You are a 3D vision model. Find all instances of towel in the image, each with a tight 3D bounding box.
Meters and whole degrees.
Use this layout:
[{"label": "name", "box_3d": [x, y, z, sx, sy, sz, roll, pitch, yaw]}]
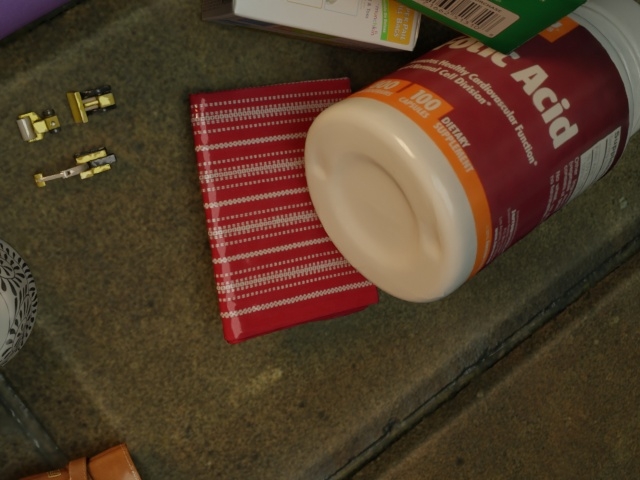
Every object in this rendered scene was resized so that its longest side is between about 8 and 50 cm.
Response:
[{"label": "towel", "box_3d": [-0.036, -0.035, 0.893, 0.198, 0.031, 0.275, -12, 100, -28]}]

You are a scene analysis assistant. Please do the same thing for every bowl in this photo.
[{"label": "bowl", "box_3d": [-0.355, 0.073, 0.763, 0.170, 0.080, 0.170, -6, 104, -24]}]

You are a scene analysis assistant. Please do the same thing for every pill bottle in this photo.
[{"label": "pill bottle", "box_3d": [0.194, -0.122, 0.878, 0.392, 0.224, 0.224, -34, 115, -28]}]

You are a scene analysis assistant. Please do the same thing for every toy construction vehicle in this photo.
[{"label": "toy construction vehicle", "box_3d": [-0.244, -0.103, 0.798, 0.098, 0.035, 0.086, -18, 109, -21]}]

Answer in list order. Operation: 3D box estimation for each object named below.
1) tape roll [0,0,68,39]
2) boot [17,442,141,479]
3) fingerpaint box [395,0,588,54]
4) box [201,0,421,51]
[{"label": "tape roll", "box_3d": [-0.299, -0.283, 0.591, 0.090, 0.274, 0.275, -35, 115, -15]}, {"label": "boot", "box_3d": [-0.265, 0.375, 0.879, 0.220, 0.109, 0.284, -25, 105, -23]}, {"label": "fingerpaint box", "box_3d": [0.062, -0.433, 0.690, 0.444, 0.163, 0.371, 23, 80, -12]}, {"label": "box", "box_3d": [-0.006, -0.262, 0.829, 0.203, 0.114, 0.103, 5, 99, -25]}]
